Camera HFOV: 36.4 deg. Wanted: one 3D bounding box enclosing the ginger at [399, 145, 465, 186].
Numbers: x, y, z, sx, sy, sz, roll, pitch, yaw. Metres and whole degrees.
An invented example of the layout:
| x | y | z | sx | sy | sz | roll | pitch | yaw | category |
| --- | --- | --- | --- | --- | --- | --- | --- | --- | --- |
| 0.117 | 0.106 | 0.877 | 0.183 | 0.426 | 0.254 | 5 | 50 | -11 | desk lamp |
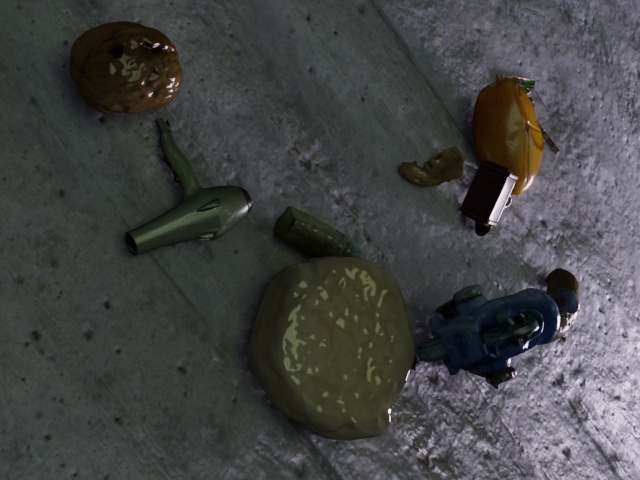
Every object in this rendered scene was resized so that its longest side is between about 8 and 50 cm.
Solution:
| x | y | z | sx | sy | sz | roll | pitch | yaw | category |
| --- | --- | --- | --- | --- | --- | --- | --- | --- | --- |
| 0.240 | -0.149 | 2.013 | 0.173 | 0.051 | 0.070 | -19 | 84 | -42 | ginger |

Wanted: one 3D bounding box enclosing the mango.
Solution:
| x | y | z | sx | sy | sz | roll | pitch | yaw | category |
| --- | --- | --- | --- | --- | --- | --- | --- | --- | --- |
| 0.409 | -0.222 | 2.120 | 0.153 | 0.126 | 0.252 | -9 | 90 | -41 | mango |

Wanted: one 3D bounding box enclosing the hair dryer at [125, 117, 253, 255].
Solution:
| x | y | z | sx | sy | sz | roll | pitch | yaw | category |
| --- | --- | --- | --- | --- | --- | --- | --- | --- | --- |
| -0.252 | -0.069 | 1.601 | 0.225 | 0.088 | 0.219 | 44 | 57 | -2 | hair dryer |

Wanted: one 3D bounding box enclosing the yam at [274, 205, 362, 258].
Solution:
| x | y | z | sx | sy | sz | roll | pitch | yaw | category |
| --- | --- | --- | --- | --- | --- | --- | --- | --- | --- |
| 0.000 | 0.000 | 1.768 | 0.169 | 0.068 | 0.068 | 31 | 59 | -28 | yam |

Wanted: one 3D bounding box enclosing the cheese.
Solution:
| x | y | z | sx | sy | sz | roll | pitch | yaw | category |
| --- | --- | --- | --- | --- | --- | --- | --- | --- | --- |
| 0.029 | 0.185 | 1.684 | 0.318 | 0.115 | 0.326 | -22 | 94 | -35 | cheese |

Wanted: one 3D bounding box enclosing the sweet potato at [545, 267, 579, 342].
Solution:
| x | y | z | sx | sy | sz | roll | pitch | yaw | category |
| --- | --- | --- | --- | --- | --- | --- | --- | --- | --- |
| 0.482 | 0.151 | 2.073 | 0.310 | 0.098 | 0.124 | -29 | 73 | -38 | sweet potato |

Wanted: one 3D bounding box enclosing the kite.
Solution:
| x | y | z | sx | sy | sz | roll | pitch | yaw | category |
| --- | --- | --- | --- | --- | --- | --- | --- | --- | --- |
| 0.489 | -0.302 | 2.284 | 0.244 | 0.006 | 0.198 | 47 | 52 | -15 | kite |

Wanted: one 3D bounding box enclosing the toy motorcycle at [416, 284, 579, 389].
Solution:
| x | y | z | sx | sy | sz | roll | pitch | yaw | category |
| --- | --- | --- | --- | --- | --- | --- | --- | --- | --- |
| 0.326 | 0.145 | 1.810 | 0.182 | 0.319 | 0.241 | 46 | 60 | -13 | toy motorcycle |

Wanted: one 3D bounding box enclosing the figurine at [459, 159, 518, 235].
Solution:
| x | y | z | sx | sy | sz | roll | pitch | yaw | category |
| --- | --- | --- | --- | --- | --- | --- | --- | --- | --- |
| 0.362 | -0.083 | 2.052 | 0.098 | 0.082 | 0.154 | 12 | 103 | -47 | figurine |

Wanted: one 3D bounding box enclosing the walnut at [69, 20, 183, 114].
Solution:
| x | y | z | sx | sy | sz | roll | pitch | yaw | category |
| --- | --- | --- | --- | --- | --- | --- | --- | --- | --- |
| -0.309 | -0.277 | 1.572 | 0.184 | 0.155 | 0.155 | -13 | 84 | -35 | walnut |
